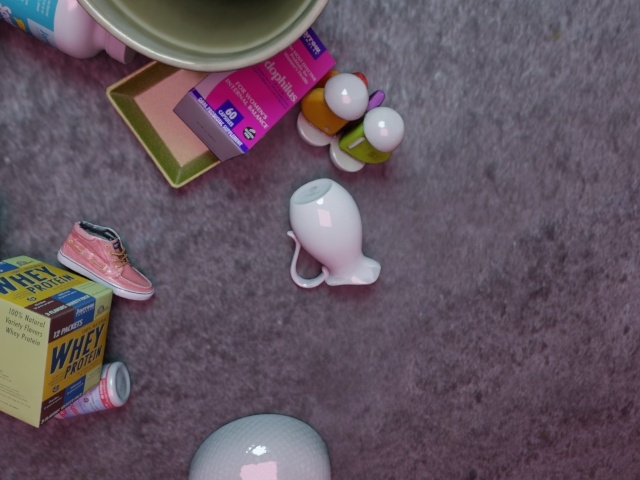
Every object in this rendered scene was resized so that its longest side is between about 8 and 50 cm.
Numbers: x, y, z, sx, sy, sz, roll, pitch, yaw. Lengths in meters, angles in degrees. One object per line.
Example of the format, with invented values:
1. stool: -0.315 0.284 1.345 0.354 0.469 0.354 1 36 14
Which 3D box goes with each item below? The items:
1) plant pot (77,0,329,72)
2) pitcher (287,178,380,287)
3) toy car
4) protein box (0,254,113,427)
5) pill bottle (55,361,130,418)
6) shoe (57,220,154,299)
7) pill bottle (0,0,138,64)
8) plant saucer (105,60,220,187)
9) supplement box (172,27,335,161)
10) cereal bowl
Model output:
1. plant pot: -0.130 -0.401 0.521 0.324 0.280 0.322 -1 122 -2
2. pitcher: 0.000 0.000 0.792 0.178 0.125 0.207 -18 123 13
3. toy car: 0.059 -0.216 0.723 0.182 0.159 0.136 35 63 -18
4. protein box: -0.493 0.160 0.712 0.200 0.136 0.200 19 106 9
5. pill bottle: -0.468 0.296 0.820 0.160 0.087 0.087 -11 110 -6
6. shoe: -0.375 0.037 0.761 0.178 0.063 0.081 31 106 -13
7. pill bottle: -0.383 -0.357 0.583 0.264 0.146 0.146 26 102 -16
8. plant saucer: -0.222 -0.216 0.712 0.189 0.045 0.188 -31 111 1
9. supplement box: -0.100 -0.239 0.648 0.111 0.114 0.220 48 70 -23
10. cereal bowl: -0.133 0.575 0.945 0.340 0.141 0.338 -3 110 -9
